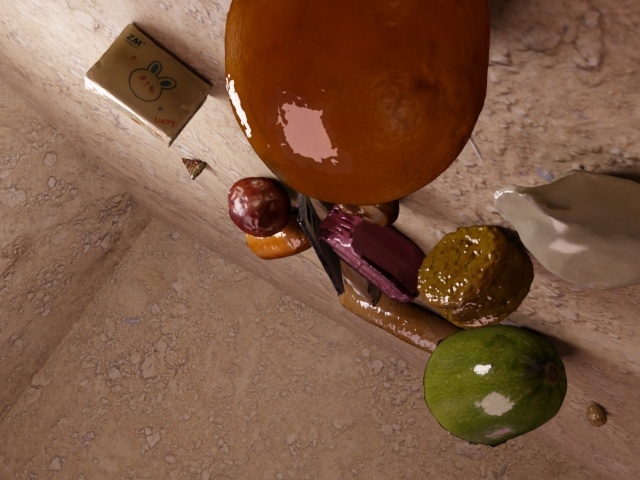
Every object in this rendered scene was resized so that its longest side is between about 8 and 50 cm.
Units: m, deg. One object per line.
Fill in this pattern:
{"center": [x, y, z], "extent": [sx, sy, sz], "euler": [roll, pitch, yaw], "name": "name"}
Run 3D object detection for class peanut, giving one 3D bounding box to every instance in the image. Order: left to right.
{"center": [0.801, 0.508, 1.577], "extent": [0.054, 0.053, 0.113], "euler": [20, 162, 43], "name": "peanut"}

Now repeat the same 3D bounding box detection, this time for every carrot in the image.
{"center": [-0.097, -0.023, 1.556], "extent": [0.159, 0.159, 0.225], "euler": [41, 154, -31], "name": "carrot"}

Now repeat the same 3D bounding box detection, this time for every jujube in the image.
{"center": [-0.171, -0.098, 1.442], "extent": [0.168, 0.168, 0.236], "euler": [40, 180, -28], "name": "jujube"}

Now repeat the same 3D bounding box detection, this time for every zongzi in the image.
{"center": [-0.395, -0.231, 1.665], "extent": [0.074, 0.067, 0.083], "euler": [30, -175, -20], "name": "zongzi"}

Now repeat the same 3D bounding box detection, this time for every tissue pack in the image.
{"center": [-0.337, -0.302, 1.069], "extent": [0.196, 0.148, 0.092], "euler": [36, 164, -13], "name": "tissue pack"}

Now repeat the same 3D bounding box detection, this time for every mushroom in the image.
{"center": [0.096, -0.071, 1.037], "extent": [0.127, 0.087, 0.127], "euler": [35, 169, 7], "name": "mushroom"}

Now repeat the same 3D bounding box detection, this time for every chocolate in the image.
{"center": [0.122, 0.087, 1.544], "extent": [0.161, 0.083, 0.261], "euler": [47, 169, 25], "name": "chocolate"}

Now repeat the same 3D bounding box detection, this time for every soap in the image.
{"center": [0.123, 0.030, 1.279], "extent": [0.289, 0.112, 0.182], "euler": [36, 166, -14], "name": "soap"}

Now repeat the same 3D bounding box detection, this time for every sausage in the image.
{"center": [0.264, 0.253, 1.728], "extent": [0.501, 0.123, 0.136], "euler": [24, 166, 31], "name": "sausage"}

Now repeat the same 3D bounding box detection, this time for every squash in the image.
{"center": [0.425, 0.332, 1.297], "extent": [0.310, 0.310, 0.309], "euler": [30, 162, 9], "name": "squash"}

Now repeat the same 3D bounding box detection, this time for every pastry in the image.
{"center": [0.265, 0.061, 0.946], "extent": [0.103, 0.188, 0.189], "euler": [42, 164, -23], "name": "pastry"}

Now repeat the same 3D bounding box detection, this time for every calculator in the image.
{"center": [0.000, 0.000, 1.333], "extent": [0.161, 0.021, 0.261], "euler": [-96, -17, -49], "name": "calculator"}

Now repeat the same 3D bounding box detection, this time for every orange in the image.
{"center": [0.029, -0.161, 0.512], "extent": [0.261, 0.261, 0.261], "euler": [31, 166, 8], "name": "orange"}

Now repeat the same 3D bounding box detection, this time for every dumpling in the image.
{"center": [0.327, -0.012, 0.648], "extent": [0.250, 0.132, 0.162], "euler": [15, 155, 7], "name": "dumpling"}
